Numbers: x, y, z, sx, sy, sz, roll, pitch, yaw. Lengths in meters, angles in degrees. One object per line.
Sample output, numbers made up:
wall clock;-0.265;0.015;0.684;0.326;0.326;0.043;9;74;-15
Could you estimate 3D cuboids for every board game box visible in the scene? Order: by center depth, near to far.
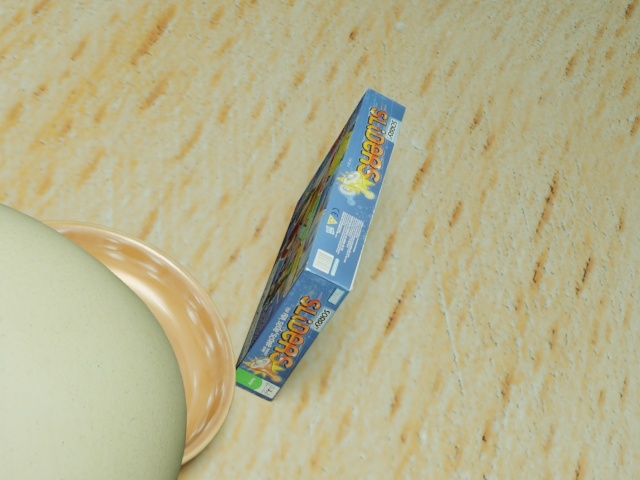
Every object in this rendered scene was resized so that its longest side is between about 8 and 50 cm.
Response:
board game box;0.000;0.000;0.939;0.035;0.136;0.201;27;44;-7

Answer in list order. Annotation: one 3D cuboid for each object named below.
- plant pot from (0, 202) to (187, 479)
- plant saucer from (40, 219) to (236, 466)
plant pot;-0.178;0.096;0.656;0.191;0.284;0.284;-11;58;-50
plant saucer;-0.153;0.075;0.851;0.200;0.037;0.200;17;45;-18
